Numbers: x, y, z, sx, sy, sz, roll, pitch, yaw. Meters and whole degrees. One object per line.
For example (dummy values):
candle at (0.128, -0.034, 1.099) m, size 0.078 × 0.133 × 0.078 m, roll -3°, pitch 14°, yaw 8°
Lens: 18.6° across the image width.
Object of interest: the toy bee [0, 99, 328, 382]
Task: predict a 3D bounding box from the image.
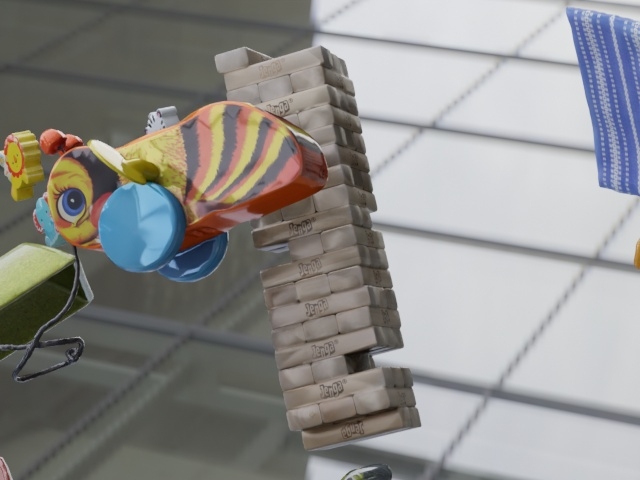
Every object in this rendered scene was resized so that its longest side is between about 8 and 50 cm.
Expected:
toy bee at (-0.153, -0.039, 1.538) m, size 0.162 × 0.298 × 0.195 m, roll 62°, pitch 176°, yaw 17°

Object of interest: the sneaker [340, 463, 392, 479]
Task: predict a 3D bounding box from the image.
sneaker at (0.031, 0.194, 1.570) m, size 0.083 × 0.031 × 0.035 m, roll -39°, pitch 14°, yaw 46°

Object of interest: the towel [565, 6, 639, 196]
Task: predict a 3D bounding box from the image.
towel at (0.407, -0.116, 2.127) m, size 0.040 × 0.336 × 0.243 m, roll -34°, pitch -54°, yaw -26°

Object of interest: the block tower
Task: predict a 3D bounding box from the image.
block tower at (0.000, 0.000, 1.624) m, size 0.091 × 0.097 × 0.335 m, roll 14°, pitch -118°, yaw -72°

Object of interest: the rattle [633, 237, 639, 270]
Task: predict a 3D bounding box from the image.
rattle at (0.385, -0.061, 1.810) m, size 0.143 × 0.130 × 0.200 m, roll -45°, pitch 25°, yaw 55°

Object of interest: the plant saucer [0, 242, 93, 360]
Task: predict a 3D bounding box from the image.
plant saucer at (-0.292, 0.067, 1.689) m, size 0.188 × 0.045 × 0.188 m, roll -33°, pitch -9°, yaw -9°

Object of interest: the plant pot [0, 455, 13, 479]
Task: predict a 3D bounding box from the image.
plant pot at (-0.275, 0.285, 1.313) m, size 0.272 × 0.272 × 0.265 m, roll -53°, pitch -41°, yaw -51°

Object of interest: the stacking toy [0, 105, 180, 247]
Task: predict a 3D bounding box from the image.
stacking toy at (-0.231, -0.039, 1.761) m, size 0.167 × 0.052 × 0.221 m, roll -13°, pitch -22°, yaw -35°
